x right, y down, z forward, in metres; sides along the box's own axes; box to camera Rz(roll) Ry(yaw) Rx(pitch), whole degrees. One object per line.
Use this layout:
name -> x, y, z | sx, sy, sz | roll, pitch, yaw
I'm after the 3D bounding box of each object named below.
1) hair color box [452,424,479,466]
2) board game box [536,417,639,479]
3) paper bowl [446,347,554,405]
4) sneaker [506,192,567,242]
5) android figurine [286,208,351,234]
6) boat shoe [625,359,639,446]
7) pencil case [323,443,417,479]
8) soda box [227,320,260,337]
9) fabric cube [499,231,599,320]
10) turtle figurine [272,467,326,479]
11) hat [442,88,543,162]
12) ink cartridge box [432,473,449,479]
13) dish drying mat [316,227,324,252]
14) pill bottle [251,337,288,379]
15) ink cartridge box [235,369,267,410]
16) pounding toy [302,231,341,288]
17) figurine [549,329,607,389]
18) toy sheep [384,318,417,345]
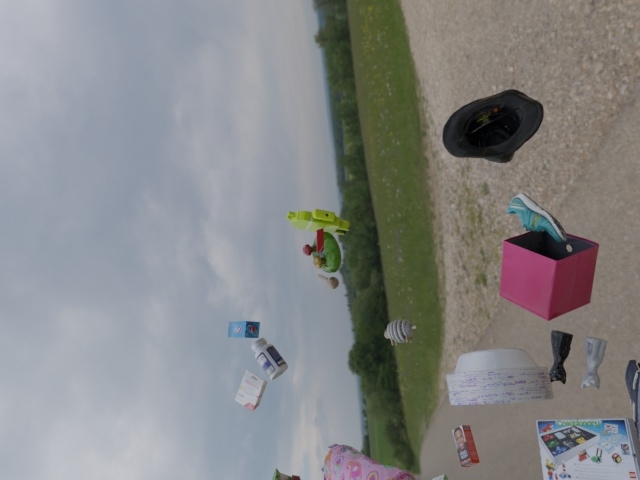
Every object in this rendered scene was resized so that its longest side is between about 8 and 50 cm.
hair color box -> 0.582, 0.823, 1.836 | 0.072, 0.043, 0.141 | 121, 153, -44
board game box -> 0.828, 0.656, 1.421 | 0.305, 0.053, 0.193 | -33, 48, 53
paper bowl -> 0.514, 0.399, 1.339 | 0.284, 0.284, 0.148 | 71, -165, -69
sneaker -> 0.873, -0.076, 1.846 | 0.107, 0.110, 0.275 | 19, -153, -44
android figurine -> -0.012, -0.079, 1.974 | 0.248, 0.273, 0.056 | 124, 157, -76
boat shoe -> 0.939, 0.498, 1.281 | 0.158, 0.127, 0.340 | -44, -51, -72
pencil case -> 0.122, 0.606, 1.166 | 0.284, 0.124, 0.124 | -13, 80, 58
soda box -> -0.341, 0.395, 2.026 | 0.210, 0.067, 0.071 | -20, 64, 58
fabric cube -> 0.911, 0.123, 1.840 | 0.254, 0.259, 0.258 | 32, 133, 57
turtle figurine -> -0.015, 0.796, 1.407 | 0.275, 0.266, 0.197 | -136, 56, -80
hat -> 0.555, -0.330, 1.466 | 0.134, 0.331, 0.331 | 53, -155, -37
ink cartridge box -> 0.389, 0.826, 1.308 | 0.235, 0.056, 0.171 | 55, -154, 5
dish drying mat -> 0.000, 0.000, 1.579 | 0.008, 0.032, 0.083 | 25, 124, 44
pill bottle -> -0.224, 0.509, 1.989 | 0.169, 0.094, 0.094 | 49, 172, 20
ink cartridge box -> -0.346, 0.752, 2.339 | 0.067, 0.115, 0.198 | -26, -40, -66
pounding toy -> -0.006, 0.086, 1.960 | 0.183, 0.110, 0.236 | 23, 121, 53
figurine -> 1.017, 0.479, 1.815 | 0.092, 0.215, 0.209 | 45, -125, -84
toy sheep -> 0.285, 0.322, 1.621 | 0.091, 0.132, 0.091 | 37, -137, -45
